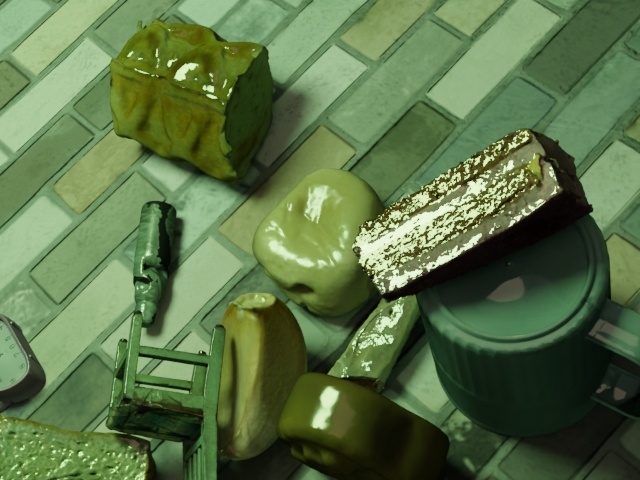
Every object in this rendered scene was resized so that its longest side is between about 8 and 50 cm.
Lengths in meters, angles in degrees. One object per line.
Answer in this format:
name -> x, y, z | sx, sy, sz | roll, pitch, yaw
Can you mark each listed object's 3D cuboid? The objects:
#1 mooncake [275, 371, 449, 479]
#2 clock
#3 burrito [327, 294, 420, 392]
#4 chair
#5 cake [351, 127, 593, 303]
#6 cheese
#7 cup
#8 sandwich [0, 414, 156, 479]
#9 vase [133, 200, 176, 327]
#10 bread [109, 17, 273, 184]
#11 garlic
mooncake -> 0.043, 0.269, 1.499 | 0.234, 0.235, 0.117 | 15, 71, 20
clock -> -0.516, 0.193, 1.767 | 0.110, 0.050, 0.153 | -36, 61, -5
burrito -> 0.099, 0.134, 1.638 | 0.087, 0.060, 0.226 | 26, 73, 30
chair -> -0.221, 0.252, 1.544 | 0.147, 0.136, 0.270 | 10, 63, -16
cake -> 0.178, -0.033, 1.326 | 0.295, 0.113, 0.116 | -27, 59, 6
cheese -> 0.000, 0.000, 1.701 | 0.218, 0.117, 0.235 | -13, 58, 9
cup -> 0.275, 0.119, 1.458 | 0.256, 0.311, 0.331 | -30, 61, -2
sandwich -> -0.364, 0.400, 1.566 | 0.249, 0.095, 0.273 | 9, 63, -7
vase -> -0.270, 0.041, 1.779 | 0.060, 0.060, 0.211 | -3, 64, 12
bread -> -0.207, -0.239, 1.830 | 0.252, 0.196, 0.239 | 14, 66, 23
garlic -> -0.100, 0.200, 1.597 | 0.145, 0.164, 0.245 | 3, 74, 13
